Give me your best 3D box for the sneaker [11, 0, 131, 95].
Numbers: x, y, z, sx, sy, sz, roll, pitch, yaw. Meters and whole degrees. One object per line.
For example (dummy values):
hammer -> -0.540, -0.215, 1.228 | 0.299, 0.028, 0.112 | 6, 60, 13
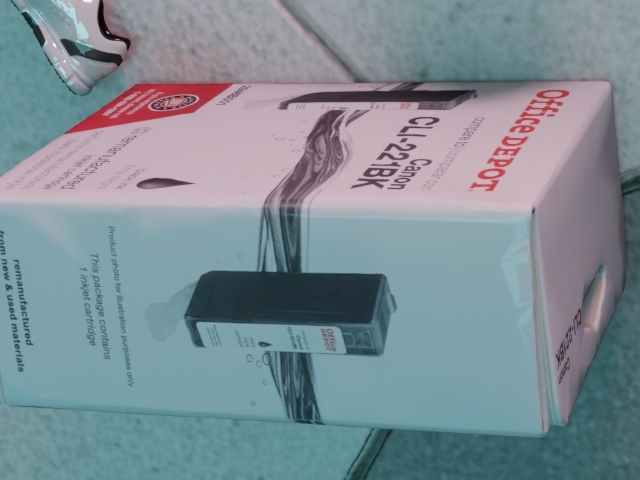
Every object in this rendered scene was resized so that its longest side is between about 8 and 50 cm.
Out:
sneaker -> -0.144, -0.134, 0.979 | 0.043, 0.040, 0.109 | -32, 102, 11

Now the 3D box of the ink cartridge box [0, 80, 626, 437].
ink cartridge box -> 0.000, 0.000, 0.886 | 0.272, 0.197, 0.114 | 2, 111, 19
